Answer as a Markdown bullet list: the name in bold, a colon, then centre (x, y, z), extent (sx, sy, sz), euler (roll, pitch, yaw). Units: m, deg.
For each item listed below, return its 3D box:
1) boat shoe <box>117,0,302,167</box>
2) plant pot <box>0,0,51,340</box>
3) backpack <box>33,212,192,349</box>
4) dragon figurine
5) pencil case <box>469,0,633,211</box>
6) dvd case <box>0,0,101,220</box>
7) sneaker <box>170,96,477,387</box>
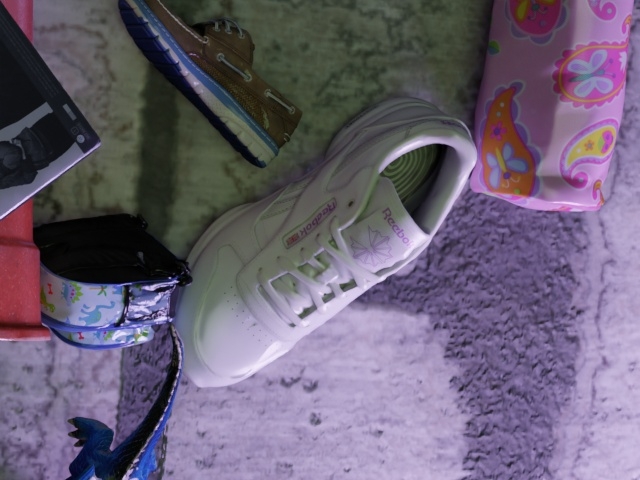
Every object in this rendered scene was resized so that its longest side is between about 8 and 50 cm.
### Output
- **boat shoe**: centre (-0.086, -0.143, 1.410), extent (0.066, 0.066, 0.183), euler (-47, 117, -11)
- **plant pot**: centre (-0.317, -0.071, 1.255), extent (0.272, 0.272, 0.265), euler (5, 88, -17)
- **backpack**: centre (-0.177, 0.035, 1.371), extent (0.114, 0.105, 0.084), euler (-3, 120, -36)
- **dragon figurine**: centre (-0.177, 0.209, 1.367), extent (0.085, 0.144, 0.289), euler (39, 102, -19)
- **pencil case**: centre (0.197, -0.167, 1.462), extent (0.124, 0.124, 0.284), euler (5, 95, -17)
- **dvd case**: centre (-0.281, -0.067, 1.123), extent (0.238, 0.029, 0.179), euler (-40, 102, -27)
- **sneaker**: centre (0.000, 0.000, 1.405), extent (0.305, 0.152, 0.114), euler (-45, 109, -5)
